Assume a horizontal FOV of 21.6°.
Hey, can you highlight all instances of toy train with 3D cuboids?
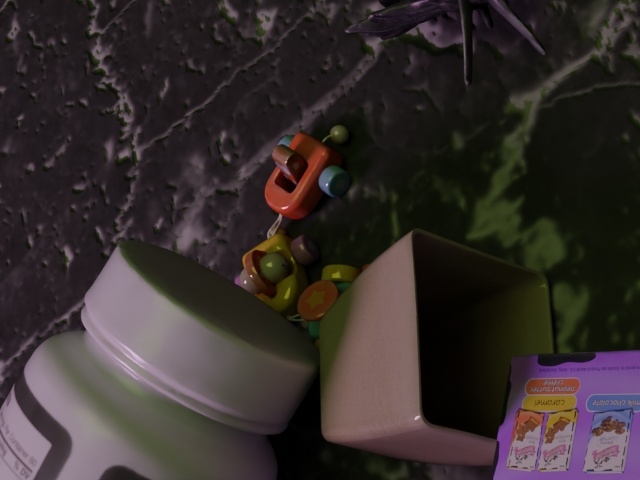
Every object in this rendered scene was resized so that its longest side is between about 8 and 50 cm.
[{"bbox_3d":[0.000,0.000,1.029,0.125,0.046,0.166,-54,48,7],"label":"toy train"}]

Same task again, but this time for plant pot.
[{"bbox_3d":[0.058,0.070,0.923,0.096,0.109,0.109,-26,57,43],"label":"plant pot"}]

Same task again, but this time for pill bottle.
[{"bbox_3d":[-0.125,0.155,0.972,0.161,0.161,0.283,38,101,41],"label":"pill bottle"}]

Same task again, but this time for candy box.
[{"bbox_3d":[0.154,0.155,0.803,0.165,0.070,0.196,-7,67,53],"label":"candy box"}]

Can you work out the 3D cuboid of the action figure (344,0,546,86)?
[{"bbox_3d":[0.058,-0.230,1.022,0.164,0.141,0.276,-26,55,13],"label":"action figure"}]
